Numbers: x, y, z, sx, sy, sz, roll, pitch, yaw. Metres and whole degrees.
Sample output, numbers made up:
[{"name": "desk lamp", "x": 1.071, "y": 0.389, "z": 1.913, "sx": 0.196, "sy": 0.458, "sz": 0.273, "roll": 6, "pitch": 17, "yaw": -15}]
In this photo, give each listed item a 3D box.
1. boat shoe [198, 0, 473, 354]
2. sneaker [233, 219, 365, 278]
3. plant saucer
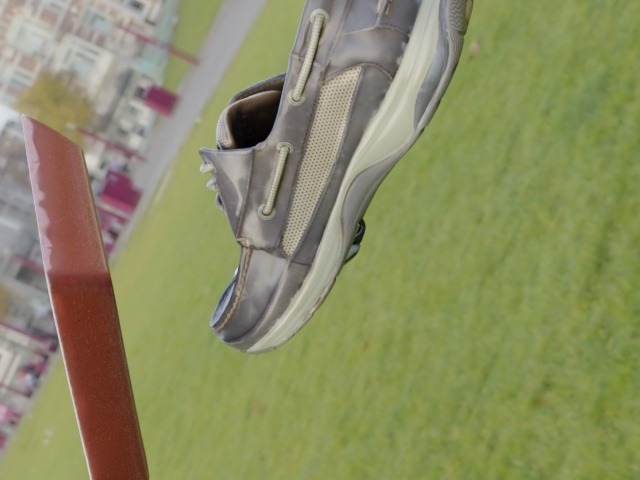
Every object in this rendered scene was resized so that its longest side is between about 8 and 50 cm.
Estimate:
[{"name": "boat shoe", "x": -0.016, "y": -0.065, "z": 0.992, "sx": 0.355, "sy": 0.130, "sz": 0.132, "roll": -61, "pitch": 7, "yaw": 34}, {"name": "sneaker", "x": 0.000, "y": 0.000, "z": 1.449, "sx": 0.132, "sy": 0.086, "sz": 0.228, "roll": -31, "pitch": 15, "yaw": 24}, {"name": "plant saucer", "x": -0.187, "y": 0.061, "z": 1.094, "sx": 0.258, "sy": 0.048, "sz": 0.259, "roll": -115, "pitch": 17, "yaw": -54}]
